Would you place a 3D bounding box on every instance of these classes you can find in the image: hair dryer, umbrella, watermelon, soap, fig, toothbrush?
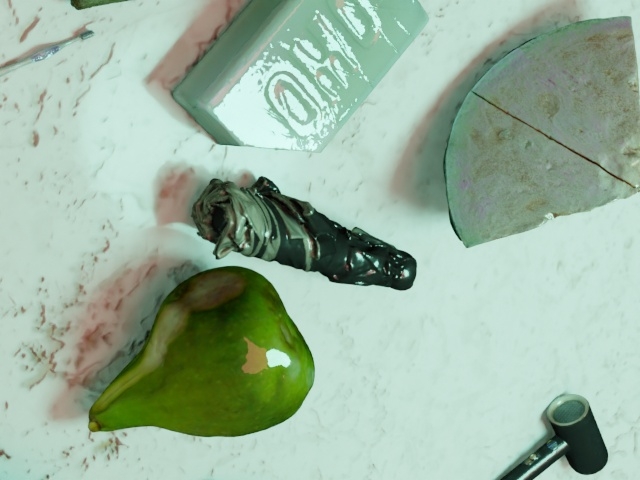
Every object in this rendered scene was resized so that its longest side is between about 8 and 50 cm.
[{"bbox_3d":[0.344,0.368,1.881,0.255,0.070,0.128,-37,122,-10],"label":"hair dryer"},{"bbox_3d":[-0.001,-0.005,1.507,0.357,0.113,0.106,17,110,-41],"label":"umbrella"},{"bbox_3d":[0.319,-0.110,1.640,0.292,0.319,0.222,-11,151,9],"label":"watermelon"},{"bbox_3d":[-0.019,-0.223,1.430,0.289,0.095,0.173,-51,124,-10],"label":"soap"},{"bbox_3d":[-0.153,0.159,1.421,0.275,0.206,0.206,-30,121,0],"label":"fig"},{"bbox_3d":[-0.307,-0.204,1.298,0.131,0.013,0.011,-28,113,-20],"label":"toothbrush"}]

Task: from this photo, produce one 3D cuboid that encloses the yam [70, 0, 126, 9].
[{"bbox_3d":[-0.233,-0.281,1.303,0.094,0.043,0.043,-17,113,-27],"label":"yam"}]
